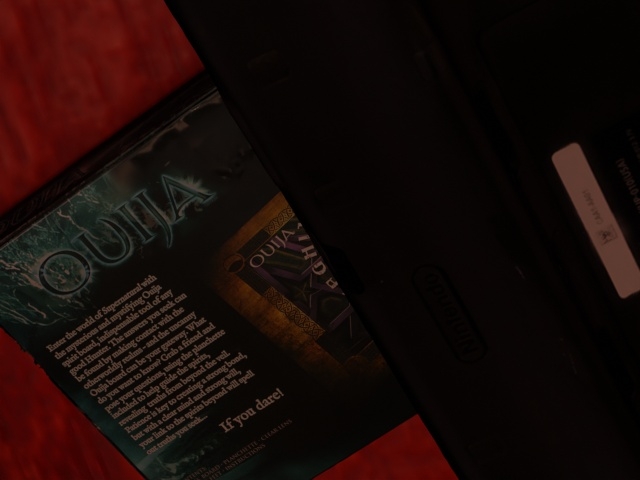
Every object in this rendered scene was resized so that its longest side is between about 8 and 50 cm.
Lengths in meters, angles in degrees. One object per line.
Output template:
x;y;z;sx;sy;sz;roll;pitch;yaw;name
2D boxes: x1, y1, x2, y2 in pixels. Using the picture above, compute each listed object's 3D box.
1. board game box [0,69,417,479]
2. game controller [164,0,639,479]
0.000;0.000;0.560;0.186;0.026;0.126;-33;112;17;board game box
0.082;-0.020;0.497;0.166;0.067;0.319;-32;126;-1;game controller
